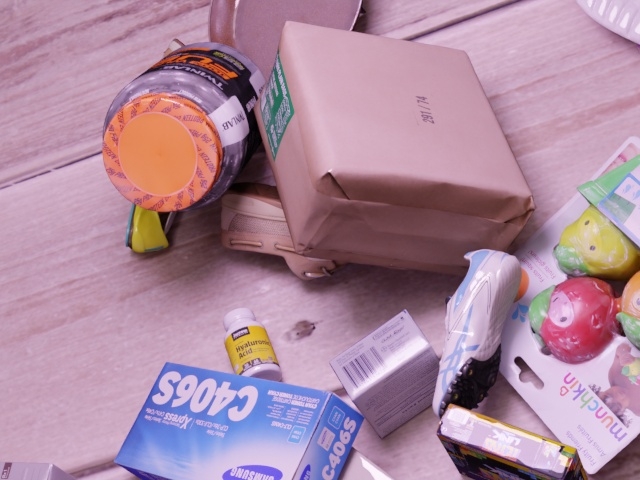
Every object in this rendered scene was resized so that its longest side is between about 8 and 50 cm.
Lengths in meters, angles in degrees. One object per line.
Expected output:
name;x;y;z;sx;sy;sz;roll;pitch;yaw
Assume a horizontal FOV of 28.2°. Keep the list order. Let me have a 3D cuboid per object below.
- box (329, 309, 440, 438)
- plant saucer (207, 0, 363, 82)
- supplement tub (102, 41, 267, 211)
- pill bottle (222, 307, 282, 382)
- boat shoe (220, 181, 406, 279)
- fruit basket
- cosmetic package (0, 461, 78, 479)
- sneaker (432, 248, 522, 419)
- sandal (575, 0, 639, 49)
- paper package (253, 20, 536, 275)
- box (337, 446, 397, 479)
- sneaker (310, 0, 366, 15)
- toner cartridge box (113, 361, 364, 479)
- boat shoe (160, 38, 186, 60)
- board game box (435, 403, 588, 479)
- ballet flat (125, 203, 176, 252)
box;0.097;0.179;1.695;0.126;0.137;0.072;-34;53;-1
plant saucer;-0.050;-0.384;2.097;0.310;0.050;0.311;-10;71;32
supplement tub;-0.196;-0.167;1.881;0.207;0.207;0.338;-15;16;12
pill bottle;-0.102;0.156;1.830;0.065;0.065;0.116;-27;54;4
boat shoe;0.000;0.000;1.869;0.341;0.121;0.110;16;106;33
fruit basket;0.373;0.067;1.637;0.353;0.165;0.327;-41;48;3
cosmetic package;-0.474;0.384;1.815;0.237;0.107;0.127;-2;63;16
sneaker;0.191;0.123;1.655;0.086;0.085;0.237;7;69;40
sandal;0.513;-0.342;1.880;0.169;0.102;0.416;-48;68;7
paper package;0.089;-0.126;1.753;0.309;0.168;0.325;7;43;-22
box;0.121;0.379;1.583;0.275;0.113;0.094;33;77;32
sneaker;-0.003;-0.414;2.135;0.077;0.072;0.178;-41;49;6
toner cartridge box;-0.116;0.266;1.694;0.347;0.075;0.165;3;61;46
boat shoe;-0.212;-0.264;2.134;0.072;0.068;0.190;-48;45;4
board game box;0.240;0.274;1.580;0.170;0.141;0.048;17;66;29
ballet flat;-0.264;-0.084;2.042;0.077;0.077;0.231;2;62;-2
